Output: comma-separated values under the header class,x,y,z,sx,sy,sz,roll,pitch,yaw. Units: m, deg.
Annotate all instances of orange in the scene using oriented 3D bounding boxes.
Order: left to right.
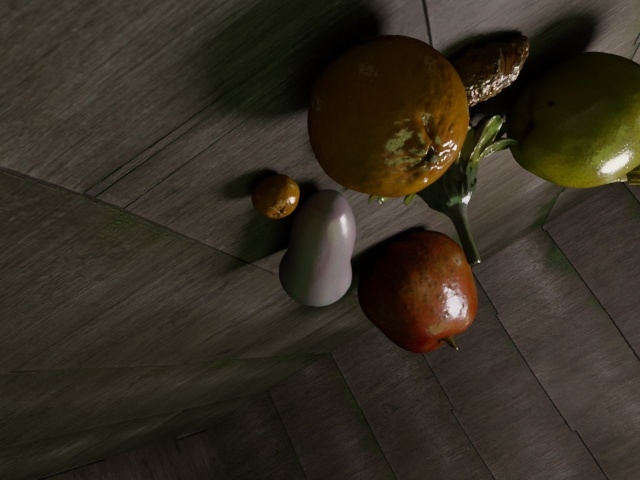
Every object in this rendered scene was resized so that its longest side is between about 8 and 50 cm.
class,x,y,z,sx,sy,sz,roll,pitch,yaw
orange,-0.075,-0.074,0.881,0.083,0.070,0.083,-22,158,-10
orange,0.090,-0.159,0.696,0.219,0.193,0.219,-2,127,-2

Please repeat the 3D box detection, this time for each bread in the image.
class,x,y,z,sx,sy,sz,roll,pitch,yaw
bread,0.264,-0.273,0.864,0.232,0.076,0.105,-29,164,-8

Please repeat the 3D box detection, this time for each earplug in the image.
class,x,y,z,sx,sy,sz,roll,pitch,yaw
earplug,0.000,0.000,1.081,0.172,0.172,0.301,-23,154,-18

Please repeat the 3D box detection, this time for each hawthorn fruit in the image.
class,x,y,z,sx,sy,sz,roll,pitch,yaw
hawthorn fruit,0.330,0.180,1.672,0.402,0.403,0.403,-26,162,-10

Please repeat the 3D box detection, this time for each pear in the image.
class,x,y,z,sx,sy,sz,roll,pitch,yaw
pear,0.538,-0.242,1.053,0.294,0.294,0.294,-26,162,-10

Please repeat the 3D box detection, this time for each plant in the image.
class,x,y,z,sx,sy,sz,roll,pitch,yaw
plant,0.232,-0.125,1.036,0.305,0.297,0.261,-23,137,33

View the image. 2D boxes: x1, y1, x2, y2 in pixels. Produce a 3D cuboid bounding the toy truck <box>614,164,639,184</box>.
class,x,y,z,sx,sy,sz,roll,pitch,yaw
toy truck,0.937,-0.256,1.569,0.253,0.181,0.405,-20,-170,-8
